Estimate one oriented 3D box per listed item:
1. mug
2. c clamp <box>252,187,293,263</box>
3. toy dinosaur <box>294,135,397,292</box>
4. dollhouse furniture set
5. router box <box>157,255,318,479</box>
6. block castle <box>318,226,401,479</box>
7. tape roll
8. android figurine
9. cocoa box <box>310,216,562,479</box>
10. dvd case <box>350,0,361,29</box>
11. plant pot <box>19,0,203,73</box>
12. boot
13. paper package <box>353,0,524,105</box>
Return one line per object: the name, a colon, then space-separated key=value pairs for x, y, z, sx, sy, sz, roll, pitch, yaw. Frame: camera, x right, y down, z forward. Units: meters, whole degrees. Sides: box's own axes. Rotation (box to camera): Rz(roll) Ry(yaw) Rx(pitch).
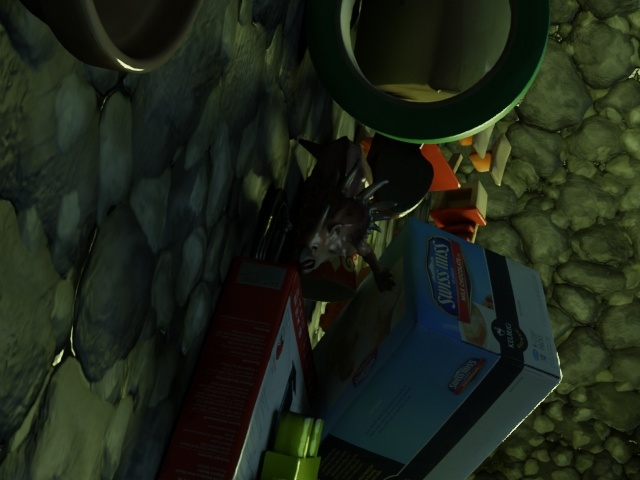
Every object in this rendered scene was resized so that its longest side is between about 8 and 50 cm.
mug: x=-0.005 y=-0.004 z=1.543 sx=0.113 sy=0.150 sz=0.169 roll=27 pitch=64 yaw=-40
c clamp: x=-0.067 y=0.015 z=1.398 sx=0.137 sy=0.022 sz=0.160 roll=65 pitch=37 yaw=-62
toy dinosaur: x=0.026 y=-0.060 z=1.346 sx=0.200 sy=0.127 sz=0.295 roll=86 pitch=-2 yaw=-52
dollhouse furniture set: x=0.215 y=-0.109 z=1.901 sx=0.259 sy=0.262 sz=0.135 roll=51 pitch=47 yaw=-40
router box: x=-0.090 y=0.234 z=1.307 sx=0.335 sy=0.082 sz=0.301 roll=83 pitch=21 yaw=-57
block castle: x=0.091 y=0.218 z=1.906 sx=0.303 sy=0.213 sz=0.453 roll=105 pitch=10 yaw=-50
tape roll: x=0.142 y=-0.291 z=1.382 sx=0.077 sy=0.321 sz=0.321 roll=-9 pitch=109 yaw=-79
android figurine: x=-0.045 y=0.350 z=1.284 sx=0.248 sy=0.056 sz=0.272 roll=56 pitch=44 yaw=-75
cocoa box: x=0.141 y=0.187 z=1.489 sx=0.347 sy=0.228 sz=0.231 roll=-56 pitch=-161 yaw=35
dvd case: x=0.048 y=-0.377 z=1.631 sx=0.119 sy=0.013 sz=0.087 roll=-65 pitch=162 yaw=-50
plant pot: x=-0.138 y=-0.221 z=0.589 sx=0.237 sy=0.110 sz=0.237 roll=11 pitch=90 yaw=-79
boot: x=0.072 y=-0.053 z=1.674 sx=0.264 sy=0.096 sz=0.280 roll=-89 pitch=-156 yaw=-47
paper package: x=0.189 y=-0.372 z=1.576 sx=0.309 sy=0.168 sz=0.324 roll=-163 pitch=-99 yaw=-67
